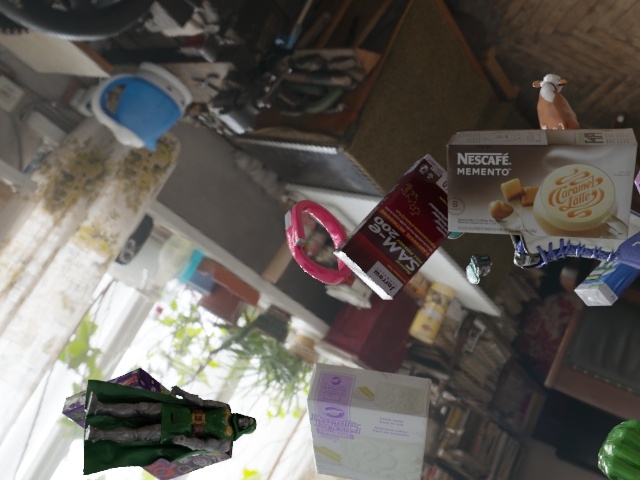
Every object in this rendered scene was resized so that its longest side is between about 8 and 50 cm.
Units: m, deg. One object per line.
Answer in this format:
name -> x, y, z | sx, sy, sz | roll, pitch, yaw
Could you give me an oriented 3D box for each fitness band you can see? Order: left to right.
fitness band -> 0.000, 0.000, 1.864 | 0.209, 0.290, 0.054 | 26, 124, -28

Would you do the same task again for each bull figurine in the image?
bull figurine -> 0.695, -0.351, 1.917 | 0.101, 0.310, 0.188 | -14, 127, 22

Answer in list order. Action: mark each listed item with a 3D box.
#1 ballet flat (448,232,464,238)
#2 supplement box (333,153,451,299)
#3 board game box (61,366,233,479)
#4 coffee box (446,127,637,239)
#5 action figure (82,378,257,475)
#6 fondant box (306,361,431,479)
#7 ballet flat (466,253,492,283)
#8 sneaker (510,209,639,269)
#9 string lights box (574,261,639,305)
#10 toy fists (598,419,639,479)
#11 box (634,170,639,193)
ballet flat -> 0.502, -0.117, 2.223 | 0.086, 0.248, 0.086 | 25, -170, -5
supplement box -> 0.153, -0.024, 1.178 | 0.130, 0.239, 0.073 | 43, 171, -4
board game box -> -0.376, 0.423, 1.467 | 0.208, 0.056, 0.346 | -21, 129, 20
coffee box -> 0.313, -0.086, 0.949 | 0.247, 0.098, 0.141 | 4, 115, 19
action figure -> -0.197, 0.248, 0.891 | 0.232, 0.137, 0.063 | 9, 137, -25
fondant box -> 0.103, 0.402, 1.391 | 0.239, 0.096, 0.330 | 6, 136, 11
ballet flat -> 0.509, 0.088, 2.083 | 0.074, 0.074, 0.203 | 24, 166, 15
sneaker -> 0.469, -0.002, 1.255 | 0.316, 0.182, 0.127 | 33, 168, 21
string lights box -> 0.982, 0.103, 2.170 | 0.076, 0.260, 0.133 | 48, 167, -3
toy fists -> 0.575, 0.484, 1.285 | 0.096, 0.279, 0.142 | 26, 167, 25
box -> 0.934, -0.103, 1.618 | 0.214, 0.117, 0.243 | 19, 159, 49
